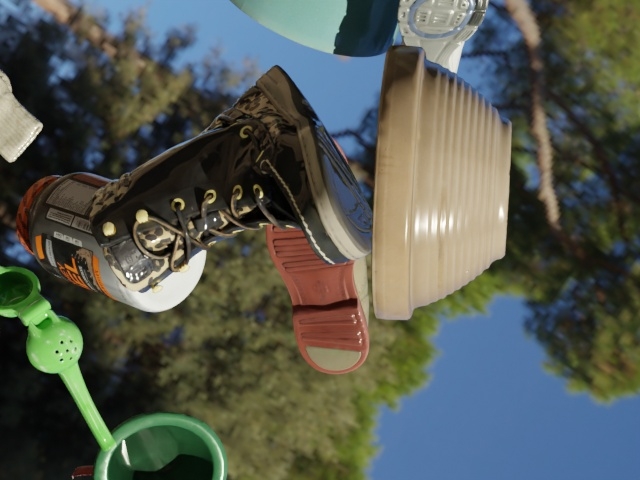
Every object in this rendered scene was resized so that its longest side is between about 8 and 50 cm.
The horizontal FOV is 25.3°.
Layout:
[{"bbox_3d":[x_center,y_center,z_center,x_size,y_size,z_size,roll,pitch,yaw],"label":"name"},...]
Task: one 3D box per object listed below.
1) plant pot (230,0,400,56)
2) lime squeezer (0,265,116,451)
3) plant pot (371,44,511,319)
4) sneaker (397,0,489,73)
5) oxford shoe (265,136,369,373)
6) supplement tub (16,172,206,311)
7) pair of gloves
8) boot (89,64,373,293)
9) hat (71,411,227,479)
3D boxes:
[{"bbox_3d":[0.022,-0.434,1.978,0.293,0.293,0.235,-100,-148,-52],"label":"plant pot"},{"bbox_3d":[-0.287,0.075,1.407,0.059,0.310,0.110,-39,-177,-10],"label":"lime squeezer"},{"bbox_3d":[0.107,-0.048,1.220,0.237,0.110,0.237,2,90,-84],"label":"plant pot"},{"bbox_3d":[0.145,-0.277,1.842,0.129,0.111,0.297,-83,-174,-51],"label":"sneaker"},{"bbox_3d":[0.000,0.000,1.851,0.130,0.123,0.348,-80,168,-58],"label":"oxford shoe"},{"bbox_3d":[-0.391,-0.006,2.619,0.338,0.207,0.207,18,-103,38],"label":"supplement tub"},{"bbox_3d":[-0.536,-0.152,2.029,0.240,0.042,0.204,-41,-109,7],"label":"pair of gloves"},{"bbox_3d":[-0.105,-0.033,1.589,0.284,0.138,0.377,-31,-145,4],"label":"boot"},{"bbox_3d":[-0.245,0.291,2.014,0.183,0.208,0.173,-125,-144,-72],"label":"hat"}]
